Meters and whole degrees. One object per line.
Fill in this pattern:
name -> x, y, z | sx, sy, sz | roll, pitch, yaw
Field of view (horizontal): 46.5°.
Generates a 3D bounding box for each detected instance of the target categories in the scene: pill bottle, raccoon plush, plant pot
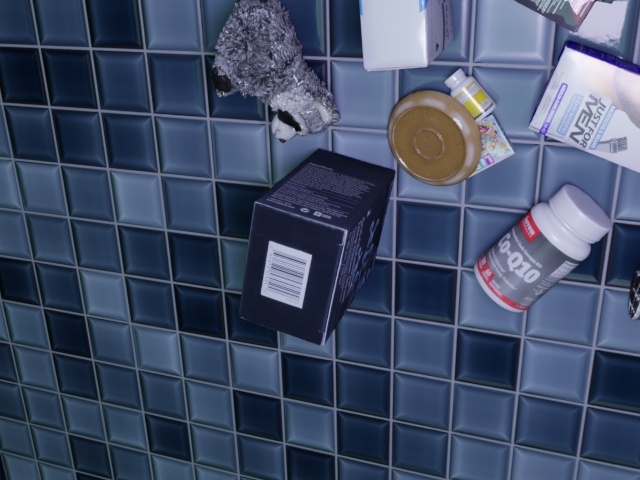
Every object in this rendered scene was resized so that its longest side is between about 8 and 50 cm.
pill bottle -> 0.327, -0.320, 1.640 | 0.065, 0.065, 0.116 | -39, 94, 31
raccoon plush -> -0.060, -0.445, 1.672 | 0.299, 0.216, 0.446 | 18, 118, 5
plant pot -> 0.251, -0.224, 1.698 | 0.236, 0.032, 0.236 | 20, 129, 26
pill bottle -> 0.494, 0.018, 1.668 | 0.161, 0.161, 0.283 | 40, 121, 1

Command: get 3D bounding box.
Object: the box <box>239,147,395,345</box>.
box -> 0.000, 0.000, 1.722 | 0.212, 0.395, 0.293 | 17, 119, 13

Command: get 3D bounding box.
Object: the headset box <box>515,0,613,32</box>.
headset box -> 0.457, -0.561, 1.453 | 0.293, 0.110, 0.218 | 30, 120, 7

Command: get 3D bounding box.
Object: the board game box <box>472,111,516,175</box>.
board game box -> 0.352, -0.209, 1.702 | 0.154, 0.026, 0.103 | -29, 100, 30

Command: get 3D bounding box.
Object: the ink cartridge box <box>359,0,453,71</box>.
ink cartridge box -> 0.178, -0.479, 1.489 | 0.129, 0.307, 0.223 | 1, 113, 19

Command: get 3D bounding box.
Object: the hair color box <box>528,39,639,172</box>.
hair color box -> 0.624, -0.259, 1.526 | 0.339, 0.110, 0.185 | 23, 118, 9

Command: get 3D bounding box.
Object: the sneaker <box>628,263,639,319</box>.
sneaker -> 0.769, 0.074, 1.622 | 0.118, 0.107, 0.279 | 21, 122, 2
